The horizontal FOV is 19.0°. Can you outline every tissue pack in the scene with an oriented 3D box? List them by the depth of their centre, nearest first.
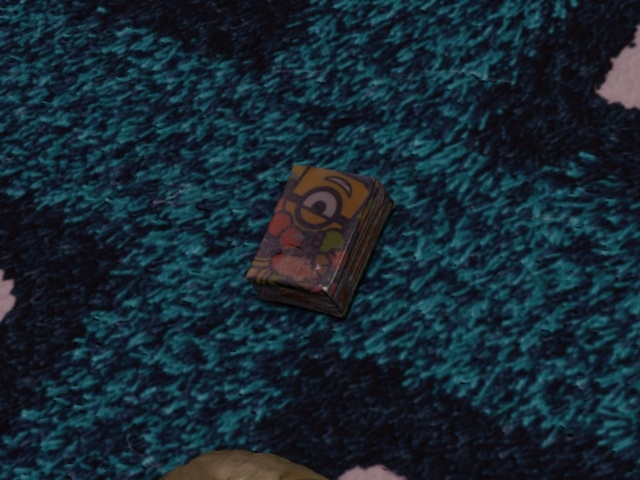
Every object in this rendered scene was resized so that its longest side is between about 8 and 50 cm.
[{"bbox_3d":[0.000,0.000,2.039,0.108,0.060,0.148,10,64,29],"label":"tissue pack"}]

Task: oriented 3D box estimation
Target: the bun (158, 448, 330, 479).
[{"bbox_3d":[-0.084,0.289,1.830,0.244,0.153,0.244,-12,50,14],"label":"bun"}]
